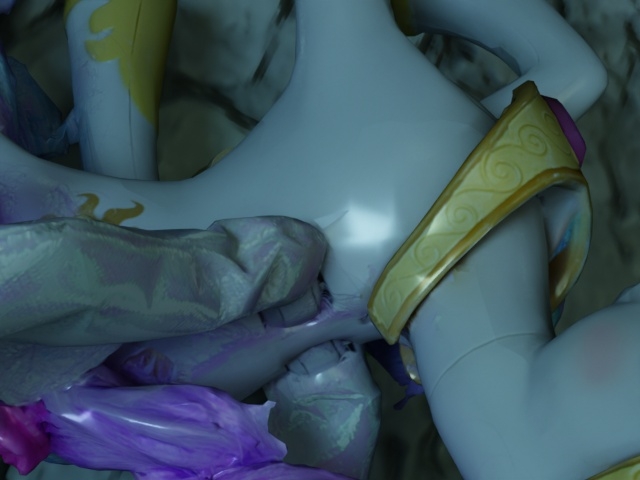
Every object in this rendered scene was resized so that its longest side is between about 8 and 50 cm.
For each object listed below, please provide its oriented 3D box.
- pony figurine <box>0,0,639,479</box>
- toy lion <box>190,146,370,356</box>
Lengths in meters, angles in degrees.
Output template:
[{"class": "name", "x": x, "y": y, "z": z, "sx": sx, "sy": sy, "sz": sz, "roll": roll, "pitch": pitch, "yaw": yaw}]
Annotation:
[{"class": "pony figurine", "x": -0.042, "y": 0.018, "z": 0.441, "sx": 0.351, "sy": 0.303, "sz": 0.363, "roll": -25, "pitch": 52, "yaw": 0}, {"class": "toy lion", "x": 0.000, "y": 0.000, "z": 0.607, "sx": 0.100, "sy": 0.034, "sz": 0.096, "roll": -31, "pitch": 90, "yaw": -29}]
